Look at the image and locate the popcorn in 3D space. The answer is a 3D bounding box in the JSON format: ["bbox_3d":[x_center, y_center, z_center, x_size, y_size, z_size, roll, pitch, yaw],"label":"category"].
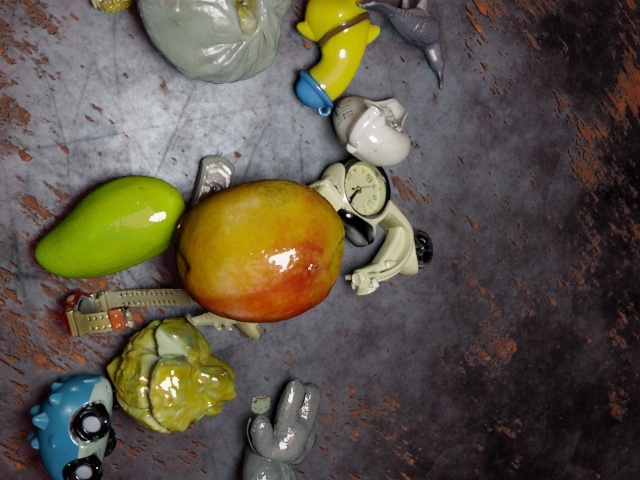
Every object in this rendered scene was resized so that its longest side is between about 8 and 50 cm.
[{"bbox_3d":[-0.332,0.307,1.488,0.277,0.226,0.276,7,80,-44],"label":"popcorn"}]

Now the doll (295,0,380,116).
[{"bbox_3d":[0.039,-0.474,1.524,0.200,0.145,0.362,9,100,-8],"label":"doll"}]

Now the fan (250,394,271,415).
[{"bbox_3d":[-0.156,0.443,1.684,0.056,0.004,0.083,-2,99,-19],"label":"fan"}]

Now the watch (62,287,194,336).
[{"bbox_3d":[-0.436,0.153,1.430,0.269,0.165,0.102,-5,104,19],"label":"watch"}]

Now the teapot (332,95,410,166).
[{"bbox_3d":[0.128,-0.268,1.534,0.166,0.300,0.208,-39,90,15],"label":"teapot"}]

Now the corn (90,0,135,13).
[{"bbox_3d":[-0.372,-0.584,1.398,0.288,0.086,0.086,-35,108,-13],"label":"corn"}]

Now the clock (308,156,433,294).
[{"bbox_3d":[0.122,-0.024,1.620,0.379,0.120,0.276,52,57,-17],"label":"clock"}]

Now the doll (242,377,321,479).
[{"bbox_3d":[-0.111,0.517,1.658,0.246,0.158,0.340,26,74,-51],"label":"doll"}]

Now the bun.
[{"bbox_3d":[-0.218,-0.503,1.366,0.355,0.194,0.354,-15,118,-30],"label":"bun"}]

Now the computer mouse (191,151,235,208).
[{"bbox_3d":[-0.256,-0.123,1.527,0.089,0.056,0.181,12,88,-25],"label":"computer mouse"}]

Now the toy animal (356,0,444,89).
[{"bbox_3d":[0.230,-0.550,1.580,0.367,0.081,0.205,29,68,-45],"label":"toy animal"}]

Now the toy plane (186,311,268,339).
[{"bbox_3d":[-0.208,0.147,1.561,0.242,0.104,0.256,-48,116,-34],"label":"toy plane"}]

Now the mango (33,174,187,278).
[{"bbox_3d":[-0.462,-0.026,1.421,0.343,0.156,0.192,-25,99,-9],"label":"mango"}]

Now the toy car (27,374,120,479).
[{"bbox_3d":[-0.558,0.423,1.450,0.190,0.188,0.255,9,102,-8],"label":"toy car"}]

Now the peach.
[{"bbox_3d":[-0.137,0.017,1.377,0.373,0.372,0.290,-35,152,-10],"label":"peach"}]
